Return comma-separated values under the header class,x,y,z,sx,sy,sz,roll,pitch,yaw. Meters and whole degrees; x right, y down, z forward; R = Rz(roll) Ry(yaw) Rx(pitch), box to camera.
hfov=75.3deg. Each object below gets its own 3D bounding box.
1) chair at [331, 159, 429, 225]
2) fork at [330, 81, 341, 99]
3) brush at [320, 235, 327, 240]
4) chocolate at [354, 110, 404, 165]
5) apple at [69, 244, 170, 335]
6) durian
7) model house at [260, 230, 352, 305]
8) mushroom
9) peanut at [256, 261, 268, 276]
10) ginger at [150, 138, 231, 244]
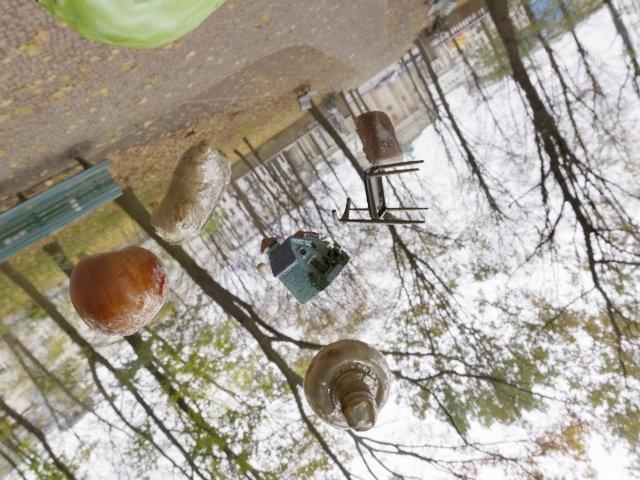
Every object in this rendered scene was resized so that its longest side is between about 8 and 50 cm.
class,x,y,z,sx,sy,sz,roll,pitch,yaw
chair,0.167,-0.136,1.212,0.272,0.166,0.188,-5,-163,19
fork,0.054,-0.551,1.535,0.012,0.016,0.115,-28,-126,6
brush,0.000,0.000,2.121,0.083,0.021,0.019,-33,180,-28
chocolate,0.243,-0.427,1.688,0.161,0.261,0.083,-15,164,-14
apple,-0.636,0.142,1.304,0.301,0.301,0.301,-32,-167,8
durian,-0.313,-0.453,0.698,0.204,0.256,0.340,31,-107,31
model house,-0.074,0.054,1.736,0.295,0.329,0.252,-45,178,-44
mushroom,0.065,0.316,0.920,0.206,0.206,0.209,-38,166,-18
peanut,-0.190,0.095,1.370,0.037,0.037,0.083,-35,156,-5
ginger,-0.303,-0.106,0.977,0.221,0.130,0.276,-93,-152,-70
